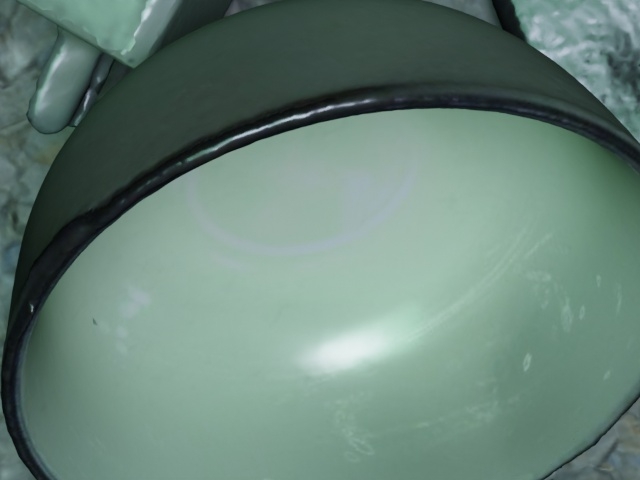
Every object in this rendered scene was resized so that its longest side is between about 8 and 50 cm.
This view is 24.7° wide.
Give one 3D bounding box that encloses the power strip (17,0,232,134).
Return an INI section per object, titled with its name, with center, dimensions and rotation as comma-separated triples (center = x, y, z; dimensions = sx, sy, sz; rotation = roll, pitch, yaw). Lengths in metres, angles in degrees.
[power strip]
center = -0.121, -0.171, 0.829
dimensions = 0.140, 0.139, 0.224
rotation = 31, 97, 3

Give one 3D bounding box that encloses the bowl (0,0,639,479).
[bowl]
center = 0.000, 0.000, 0.789
dimensions = 0.354, 0.354, 0.185
rotation = -25, 47, 7

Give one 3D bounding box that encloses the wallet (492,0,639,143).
[wallet]
center = 0.213, -0.087, 0.867
dimensions = 0.170, 0.044, 0.321
rotation = -20, 88, 6
